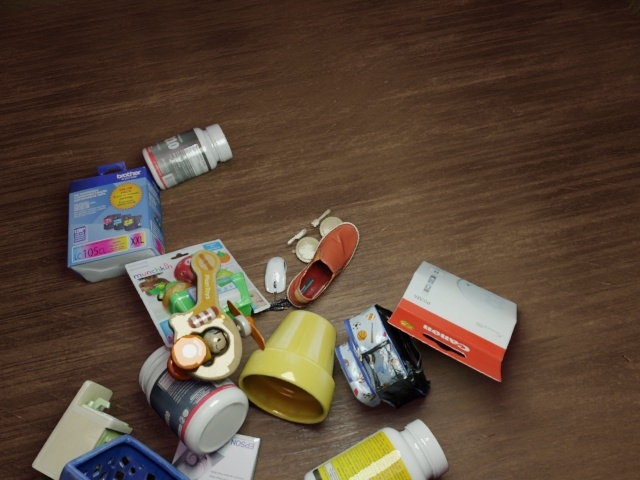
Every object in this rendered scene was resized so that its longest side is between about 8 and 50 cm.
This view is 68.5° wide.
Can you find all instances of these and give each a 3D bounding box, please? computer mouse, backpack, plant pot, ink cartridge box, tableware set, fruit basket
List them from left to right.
[{"bbox_3d":[-0.499,0.651,1.140,0.236,0.236,0.212,28,93,16],"label":"plant pot"},{"bbox_3d":[-0.695,-0.083,1.604,0.270,0.151,0.395,-13,61,-5],"label":"ink cartridge box"},{"bbox_3d":[-0.375,0.132,1.434,0.327,0.165,0.353,-17,53,-32],"label":"fruit basket"},{"bbox_3d":[-0.292,0.627,1.262,0.223,0.045,0.224,8,63,7],"label":"ink cartridge box"},{"bbox_3d":[-0.149,0.133,1.522,0.106,0.042,0.193,-4,62,1],"label":"computer mouse"},{"bbox_3d":[-0.065,0.338,1.311,0.254,0.254,0.239,16,48,11],"label":"plant pot"},{"bbox_3d":[0.000,0.000,1.589,0.194,0.039,0.128,-40,83,-11],"label":"tableware set"},{"bbox_3d":[0.165,0.321,1.305,0.213,0.276,0.263,-21,59,6],"label":"backpack"},{"bbox_3d":[0.378,0.200,1.305,0.308,0.385,0.091,27,109,15],"label":"ink cartridge box"}]

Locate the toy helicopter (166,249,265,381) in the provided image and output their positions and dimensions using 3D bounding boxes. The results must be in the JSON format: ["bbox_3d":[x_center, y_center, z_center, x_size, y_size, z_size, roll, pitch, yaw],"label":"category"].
[{"bbox_3d":[-0.277,0.187,1.233,0.235,0.140,0.355,1,62,-22],"label":"toy helicopter"}]

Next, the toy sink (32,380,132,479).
[{"bbox_3d":[-0.615,0.525,1.271,0.131,0.153,0.234,20,63,12],"label":"toy sink"}]

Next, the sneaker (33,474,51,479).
[{"bbox_3d":[-0.675,0.689,1.240,0.086,0.064,0.192,-31,65,-22],"label":"sneaker"}]

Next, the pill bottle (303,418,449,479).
[{"bbox_3d":[0.142,0.596,1.180,0.334,0.188,0.188,-26,64,-11],"label":"pill bottle"}]

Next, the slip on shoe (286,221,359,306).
[{"bbox_3d":[0.021,0.074,1.494,0.123,0.101,0.331,44,69,-9],"label":"slip on shoe"}]

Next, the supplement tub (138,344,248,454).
[{"bbox_3d":[-0.345,0.418,1.272,0.272,0.191,0.191,30,66,33],"label":"supplement tub"}]

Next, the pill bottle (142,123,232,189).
[{"bbox_3d":[-0.478,-0.310,1.706,0.283,0.161,0.161,-26,64,-11],"label":"pill bottle"}]
